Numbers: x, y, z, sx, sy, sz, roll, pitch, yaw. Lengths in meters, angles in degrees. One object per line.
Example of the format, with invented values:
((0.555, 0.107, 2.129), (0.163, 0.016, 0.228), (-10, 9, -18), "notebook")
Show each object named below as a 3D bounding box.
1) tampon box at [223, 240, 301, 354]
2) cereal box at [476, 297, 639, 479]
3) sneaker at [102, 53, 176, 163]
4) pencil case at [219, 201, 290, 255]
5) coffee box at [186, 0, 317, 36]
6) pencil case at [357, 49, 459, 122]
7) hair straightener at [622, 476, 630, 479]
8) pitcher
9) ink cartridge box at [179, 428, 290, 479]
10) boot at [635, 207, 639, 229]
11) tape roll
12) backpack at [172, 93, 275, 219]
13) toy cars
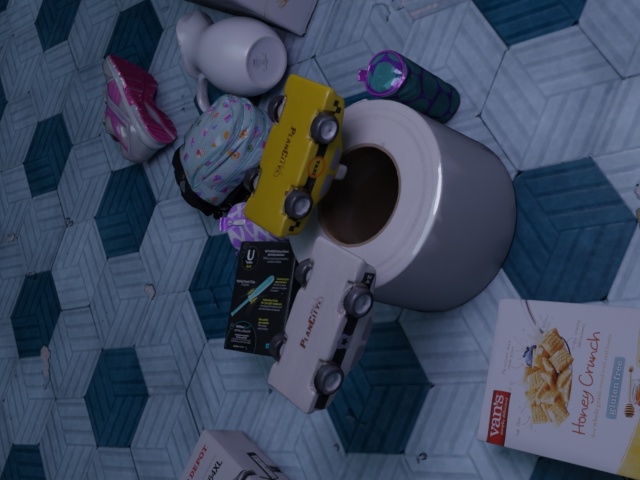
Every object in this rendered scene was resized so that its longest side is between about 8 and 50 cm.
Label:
((-0.051, 0.088, 1.286), (0.120, 0.101, 0.160), (1, 79, 43), "tampon box")
((0.282, 0.155, 0.965), (0.240, 0.047, 0.172), (-1, 75, 52), "cereal box")
((-0.363, -0.245, 1.666), (0.111, 0.103, 0.252), (-43, 53, 25), "sneaker")
((-0.055, -0.038, 1.333), (0.206, 0.088, 0.086), (-16, 63, 38), "pencil case")
((-0.173, -0.566, 1.414), (0.338, 0.334, 0.337), (27, 97, 42), "coffee box")
((0.119, -0.197, 1.169), (0.070, 0.152, 0.064), (10, 87, 36), "pencil case")
((0.335, 0.234, 0.925), (0.089, 0.047, 0.230), (21, 93, 44), "hair straightener")
((-0.148, -0.282, 1.478), (0.207, 0.126, 0.177), (23, 124, 46), "pitcher")
((-0.116, 0.387, 1.277), (0.203, 0.086, 0.148), (34, 103, 42), "ink cartridge box")
((0.420, 0.014, 0.886), (0.165, 0.077, 0.213), (-37, 51, 30), "boot")
((0.100, -0.039, 1.134), (0.246, 0.169, 0.246), (-12, 71, 41), "tape roll")
((-0.154, -0.144, 1.436), (0.182, 0.115, 0.152), (-40, 52, 25), "backpack")
((0.000, 0.000, 1.045), (0.176, 0.087, 0.393), (-27, 65, 41), "toy cars")
